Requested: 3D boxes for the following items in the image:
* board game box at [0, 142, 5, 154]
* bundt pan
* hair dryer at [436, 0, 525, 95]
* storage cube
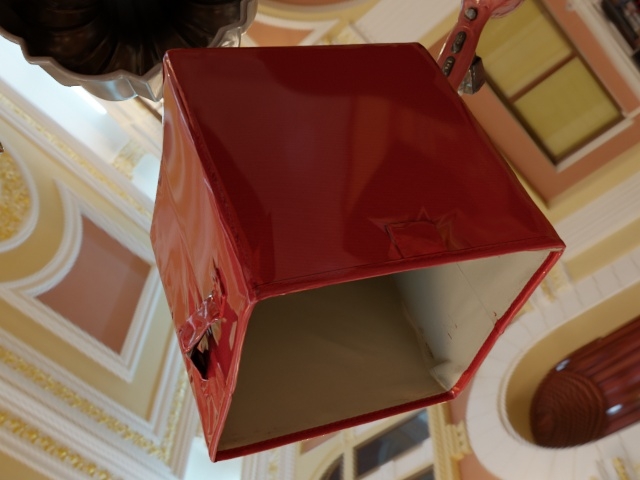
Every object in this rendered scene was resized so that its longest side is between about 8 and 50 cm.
[{"bbox_3d":[-0.213,-0.028,0.292,0.181,0.092,0.043,-106,-6,-77],"label":"board game box"},{"bbox_3d":[-0.222,-0.304,0.850,0.331,0.331,0.124,60,170,14],"label":"bundt pan"},{"bbox_3d":[0.163,-0.213,0.737,0.293,0.080,0.223,86,-157,-49],"label":"hair dryer"},{"bbox_3d":[0.000,0.000,0.472,0.215,0.183,0.193,-8,-128,-22],"label":"storage cube"}]
